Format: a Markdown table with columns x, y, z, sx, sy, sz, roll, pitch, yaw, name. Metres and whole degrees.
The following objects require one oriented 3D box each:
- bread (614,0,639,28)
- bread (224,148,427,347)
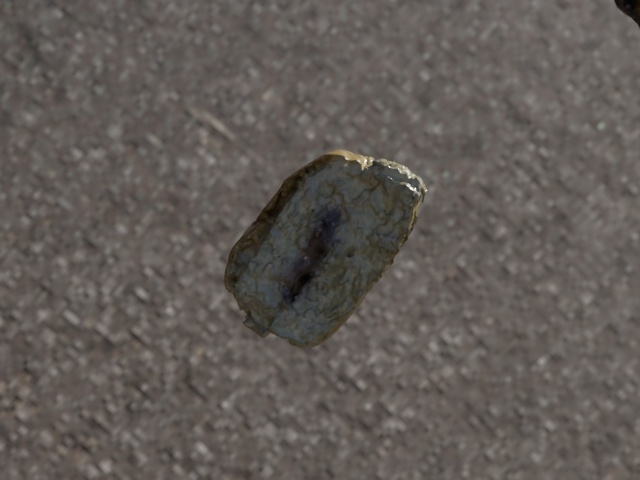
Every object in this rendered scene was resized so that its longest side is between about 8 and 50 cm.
| x | y | z | sx | sy | sz | roll | pitch | yaw | name |
| --- | --- | --- | --- | --- | --- | --- | --- | --- | --- |
| 0.163 | -0.033 | 0.537 | 0.160 | 0.169 | 0.140 | 17 | 20 | 14 | bread |
| 0.002 | -0.001 | 0.989 | 0.082 | 0.125 | 0.106 | 35 | 5 | -4 | bread |
